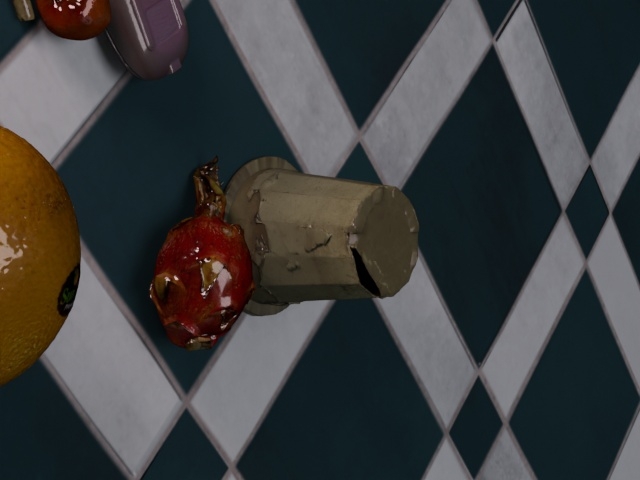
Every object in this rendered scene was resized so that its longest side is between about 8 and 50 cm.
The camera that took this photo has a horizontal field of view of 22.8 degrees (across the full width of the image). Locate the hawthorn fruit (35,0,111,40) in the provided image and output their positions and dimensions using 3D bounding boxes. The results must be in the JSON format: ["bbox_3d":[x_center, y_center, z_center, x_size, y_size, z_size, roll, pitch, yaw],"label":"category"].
[{"bbox_3d":[-0.265,-0.257,1.745,0.093,0.081,0.081,21,75,-67],"label":"hawthorn fruit"}]

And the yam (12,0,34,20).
[{"bbox_3d":[-0.330,-0.291,1.698,0.021,0.021,0.116,-37,120,-46],"label":"yam"}]

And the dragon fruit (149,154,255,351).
[{"bbox_3d":[-0.140,0.011,1.915,0.125,0.125,0.246,29,52,-36],"label":"dragon fruit"}]

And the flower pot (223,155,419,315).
[{"bbox_3d":[0.000,0.000,2.020,0.212,0.203,0.212,-6,98,-49],"label":"flower pot"}]

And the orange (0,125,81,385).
[{"bbox_3d":[-0.357,0.016,1.481,0.274,0.274,0.274,-5,96,-53],"label":"orange"}]

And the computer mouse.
[{"bbox_3d":[-0.217,-0.298,1.820,0.120,0.057,0.232,-45,125,-46],"label":"computer mouse"}]
